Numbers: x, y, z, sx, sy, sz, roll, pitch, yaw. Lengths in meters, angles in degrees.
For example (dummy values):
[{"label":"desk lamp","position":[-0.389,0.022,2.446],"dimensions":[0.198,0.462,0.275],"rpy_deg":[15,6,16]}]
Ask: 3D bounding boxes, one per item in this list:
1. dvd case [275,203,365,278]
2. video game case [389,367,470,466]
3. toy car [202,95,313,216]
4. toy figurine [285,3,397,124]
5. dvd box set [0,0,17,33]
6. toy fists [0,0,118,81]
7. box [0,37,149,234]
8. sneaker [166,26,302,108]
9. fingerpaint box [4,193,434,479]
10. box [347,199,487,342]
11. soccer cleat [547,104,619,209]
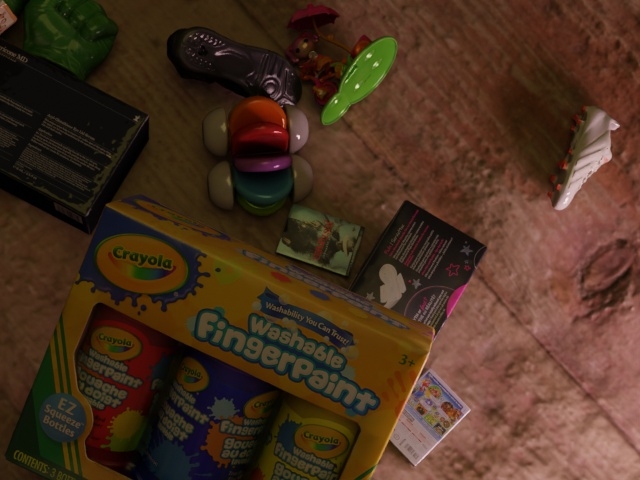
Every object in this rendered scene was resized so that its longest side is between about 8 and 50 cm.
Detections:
[{"label":"dvd case","position":[0.000,0.000,1.741],"dimensions":[0.119,0.013,0.087],"rpy_deg":[20,71,-3]},{"label":"video game case","position":[0.150,0.261,1.684],"dimensions":[0.122,0.011,0.087],"rpy_deg":[-42,82,-17]},{"label":"toy car","position":[-0.089,-0.126,1.690],"dimensions":[0.159,0.136,0.182],"rpy_deg":[-5,92,-11]},{"label":"toy figurine","position":[0.006,-0.295,1.799],"dimensions":[0.159,0.130,0.173],"rpy_deg":[42,96,19]},{"label":"dvd box set","position":[-0.695,-0.288,1.645],"dimensions":[0.420,0.062,0.307],"rpy_deg":[-43,77,-7]},{"label":"toy fists","position":[-0.449,-0.349,1.737],"dimensions":[0.279,0.096,0.142],"rpy_deg":[22,70,0]},{"label":"box","position":[-0.410,-0.155,1.680],"dimensions":[0.261,0.103,0.184],"rpy_deg":[28,73,1]},{"label":"sneaker","position":[-0.139,-0.270,1.766],"dimensions":[0.227,0.130,0.087],"rpy_deg":[18,95,-31]},{"label":"fingerpaint box","position":[-0.129,0.198,1.484],"dimensions":[0.445,0.163,0.371],"rpy_deg":[25,100,4]},{"label":"box","position":[0.108,0.094,1.649],"dimensions":[0.142,0.163,0.247],"rpy_deg":[32,72,4]},{"label":"soccer cleat","position":[0.423,-0.128,1.818],"dimensions":[0.076,0.068,0.196],"rpy_deg":[26,68,-3]}]
